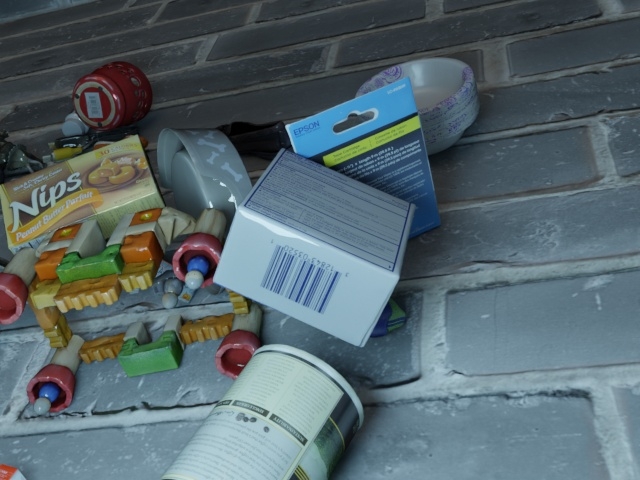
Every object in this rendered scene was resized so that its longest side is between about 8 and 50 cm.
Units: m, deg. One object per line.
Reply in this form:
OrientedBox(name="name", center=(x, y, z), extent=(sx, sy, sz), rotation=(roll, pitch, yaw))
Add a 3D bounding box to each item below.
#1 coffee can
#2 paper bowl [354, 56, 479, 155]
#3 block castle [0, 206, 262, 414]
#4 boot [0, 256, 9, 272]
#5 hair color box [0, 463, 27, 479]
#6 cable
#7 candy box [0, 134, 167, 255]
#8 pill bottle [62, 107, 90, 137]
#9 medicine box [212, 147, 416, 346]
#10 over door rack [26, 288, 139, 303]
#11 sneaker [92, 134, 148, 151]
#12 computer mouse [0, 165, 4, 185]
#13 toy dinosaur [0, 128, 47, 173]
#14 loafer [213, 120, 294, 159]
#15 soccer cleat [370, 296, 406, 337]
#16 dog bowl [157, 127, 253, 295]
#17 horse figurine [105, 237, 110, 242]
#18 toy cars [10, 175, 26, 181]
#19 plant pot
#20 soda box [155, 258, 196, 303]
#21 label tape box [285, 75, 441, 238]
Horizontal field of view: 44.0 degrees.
OrientedBox(name="coffee can", center=(-0.087, 0.314, 1.137), extent=(0.202, 0.201, 0.275), rotation=(8, 43, 33))
OrientedBox(name="paper bowl", center=(0.231, -0.303, 1.866), extent=(0.285, 0.148, 0.284), rotation=(-12, 37, 9))
OrientedBox(name="block castle", center=(-0.347, 0.135, 1.414), extent=(0.454, 0.302, 0.212), rotation=(-11, 30, 10))
OrientedBox(name="boot", center=(-0.690, 0.150, 1.652), extent=(0.190, 0.076, 0.208), rotation=(30, 90, 46))
OrientedBox(name="hair color box", center=(-0.533, 0.442, 1.280), extent=(0.043, 0.071, 0.141), rotation=(5, 41, 28))
OrientedBox(name="cable", center=(-0.680, -0.284, 2.355), extent=(0.288, 0.072, 0.139), rotation=(-10, 15, -9))
OrientedBox(name="candy box", center=(-0.500, -0.085, 1.665), extent=(0.317, 0.087, 0.182), rotation=(-22, 53, -5))
OrientedBox(name="pill bottle", center=(-0.745, -0.375, 2.460), extent=(0.078, 0.078, 0.137), rotation=(-6, 37, 17))
OrientedBox(name="medicine box", center=(0.000, 0.000, 1.319), extent=(0.264, 0.149, 0.289), rotation=(24, 27, 1))
OrientedBox(name="over door rack", center=(-0.517, 0.005, 1.712), extent=(0.325, 0.108, 0.239), rotation=(-8, 52, 23))
OrientedBox(name="sneaker", center=(-0.567, -0.253, 2.247), extent=(0.175, 0.064, 0.067), rotation=(-12, 56, 18))
OrientedBox(name="computer mouse", center=(-0.916, -0.220, 2.172), extent=(0.060, 0.184, 0.262), rotation=(-25, 8, -16))
OrientedBox(name="toy dinosaur", center=(-0.975, -0.237, 2.346), extent=(0.314, 0.120, 0.160), rotation=(-16, 29, -1))
OrientedBox(name="loafer", center=(-0.194, -0.281, 2.071), extent=(0.303, 0.095, 0.109), rotation=(11, 44, 34))
OrientedBox(name="soccer cleat", center=(0.050, 0.100, 1.485), extent=(0.121, 0.093, 0.289), rotation=(-1, 21, -30))
OrientedBox(name="dog bowl", center=(-0.223, -0.068, 1.610), extent=(0.102, 0.348, 0.349), rotation=(-18, 33, -22))
OrientedBox(name="horse figurine", center=(-0.556, 0.031, 1.843), extent=(0.264, 0.066, 0.174), rotation=(12, 44, 27))
OrientedBox(name="toy cars", center=(-0.868, -0.073, 2.105), extent=(0.177, 0.087, 0.394), rotation=(21, 51, 43))
OrientedBox(name="plant pot", center=(-0.616, -0.419, 2.334), extent=(0.191, 0.191, 0.174), rotation=(-5, 21, 18))
OrientedBox(name="soda box", center=(-0.335, 0.071, 1.680), extent=(0.183, 0.063, 0.058), rotation=(24, 85, 43))
OrientedBox(name="label tape box", center=(0.077, -0.137, 1.540), extent=(0.249, 0.347, 0.115), rotation=(-24, 35, -8))
